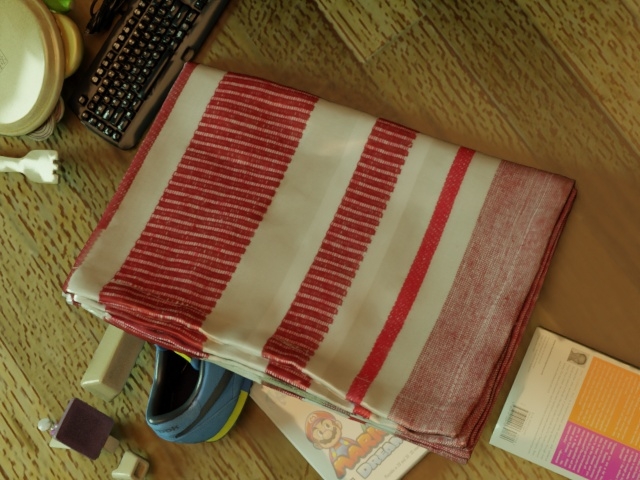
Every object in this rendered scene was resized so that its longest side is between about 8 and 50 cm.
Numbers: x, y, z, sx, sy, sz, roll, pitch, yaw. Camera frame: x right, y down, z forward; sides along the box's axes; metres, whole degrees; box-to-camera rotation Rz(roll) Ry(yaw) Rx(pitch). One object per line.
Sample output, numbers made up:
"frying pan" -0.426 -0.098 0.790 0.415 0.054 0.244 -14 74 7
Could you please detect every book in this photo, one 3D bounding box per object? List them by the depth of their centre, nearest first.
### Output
"book" 0.209 0.135 0.927 0.144 0.035 0.096 23 94 13

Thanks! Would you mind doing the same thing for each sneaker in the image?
"sneaker" -0.078 0.054 0.962 0.069 0.082 0.209 15 82 29

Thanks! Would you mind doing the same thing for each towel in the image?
"towel" 0.000 0.000 0.937 0.329 0.037 0.237 20 65 13

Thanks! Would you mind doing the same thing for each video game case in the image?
"video game case" 0.038 0.108 0.972 0.157 0.019 0.143 -44 78 6

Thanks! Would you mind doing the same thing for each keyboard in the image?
"keyboard" -0.147 -0.177 1.026 0.100 0.038 0.192 33 92 13

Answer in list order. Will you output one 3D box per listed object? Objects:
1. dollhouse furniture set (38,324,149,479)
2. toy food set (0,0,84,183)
"dollhouse furniture set" -0.174 0.127 1.023 0.081 0.091 0.114 -5 55 51
"toy food set" -0.248 -0.147 1.040 0.132 0.038 0.192 6 99 32
